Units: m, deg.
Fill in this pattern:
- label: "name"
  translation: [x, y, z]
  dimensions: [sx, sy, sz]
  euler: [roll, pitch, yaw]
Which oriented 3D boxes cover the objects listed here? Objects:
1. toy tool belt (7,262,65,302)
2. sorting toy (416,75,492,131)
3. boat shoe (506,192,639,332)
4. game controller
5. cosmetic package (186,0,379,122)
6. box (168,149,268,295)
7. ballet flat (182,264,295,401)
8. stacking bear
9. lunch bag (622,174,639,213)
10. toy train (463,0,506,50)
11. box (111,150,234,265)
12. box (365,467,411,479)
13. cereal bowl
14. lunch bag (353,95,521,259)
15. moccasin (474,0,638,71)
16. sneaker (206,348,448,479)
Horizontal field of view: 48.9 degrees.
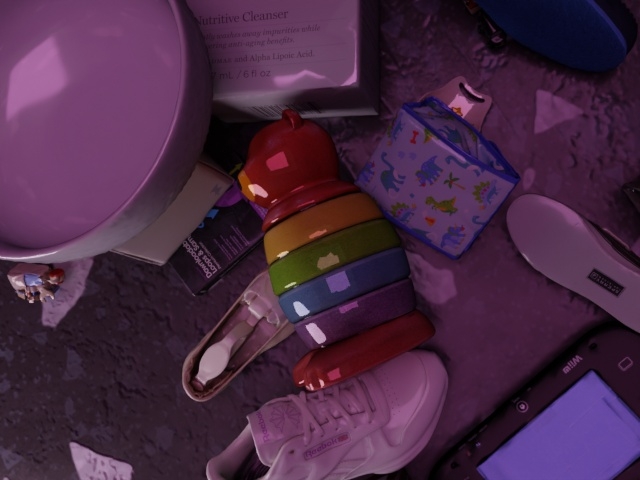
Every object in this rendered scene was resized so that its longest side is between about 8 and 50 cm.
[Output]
- label: "toy tool belt"
  translation: [-0.380, 0.060, 0.957]
  dimensions: [0.083, 0.052, 0.051]
  euler: [5, 119, 15]
- label: "sorting toy"
  translation: [0.167, -0.159, 0.857]
  dimensions: [0.083, 0.045, 0.075]
  euler: [40, 88, 9]
- label: "boat shoe"
  translation: [0.307, 0.022, 0.803]
  dimensions: [0.219, 0.070, 0.077]
  euler: [40, 117, 6]
- label: "game controller"
  translation: [0.277, 0.241, 0.799]
  dimensions: [0.319, 0.067, 0.166]
  euler: [-43, 80, 6]
- label: "cosmetic package"
  translation: [-0.040, -0.347, 0.849]
  dimensions: [0.217, 0.156, 0.384]
  euler: [-2, 88, 13]
- label: "box"
  translation: [-0.136, -0.021, 0.916]
  dimensions: [0.162, 0.029, 0.116]
  euler: [-41, 79, 9]
- label: "ballet flat"
  translation: [-0.084, 0.104, 0.872]
  dimensions: [0.086, 0.086, 0.248]
  euler: [42, 95, 11]
- label: "stacking bear"
  translation: [0.000, 0.000, 0.788]
  dimensions: [0.164, 0.175, 0.288]
  euler: [-21, 84, -11]
- label: "lunch bag"
  translation: [0.500, -0.003, 0.718]
  dimensions: [0.235, 0.169, 0.287]
  euler: [-33, 87, 8]
- label: "toy train"
  translation: [0.181, -0.303, 0.861]
  dimensions: [0.027, 0.036, 0.158]
  euler: [-31, 82, 9]
- label: "box"
  translation: [-0.251, -0.103, 0.877]
  dimensions: [0.232, 0.127, 0.148]
  euler: [42, 94, 20]
- label: "box"
  translation: [0.119, 0.460, 0.758]
  dimensions: [0.143, 0.191, 0.381]
  euler: [-33, 80, 8]
- label: "cereal bowl"
  translation: [-0.259, -0.136, 0.743]
  dimensions: [0.339, 0.141, 0.338]
  euler: [-3, 78, 16]
- label: "lunch bag"
  translation: [0.136, -0.070, 0.808]
  dimensions: [0.151, 0.096, 0.128]
  euler: [44, 127, 18]
- label: "moccasin"
  translation: [0.223, -0.329, 0.786]
  dimensions: [0.342, 0.138, 0.116]
  euler: [36, 70, -8]
- label: "sneaker"
  translation: [0.009, 0.220, 0.805]
  dimensions: [0.305, 0.152, 0.114]
  euler: [-36, 47, 7]
